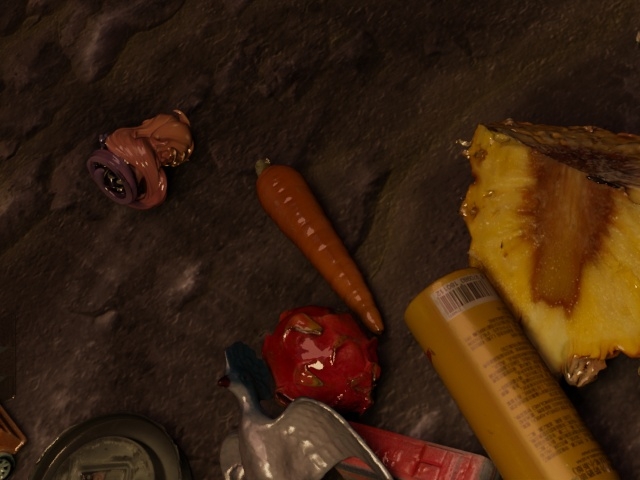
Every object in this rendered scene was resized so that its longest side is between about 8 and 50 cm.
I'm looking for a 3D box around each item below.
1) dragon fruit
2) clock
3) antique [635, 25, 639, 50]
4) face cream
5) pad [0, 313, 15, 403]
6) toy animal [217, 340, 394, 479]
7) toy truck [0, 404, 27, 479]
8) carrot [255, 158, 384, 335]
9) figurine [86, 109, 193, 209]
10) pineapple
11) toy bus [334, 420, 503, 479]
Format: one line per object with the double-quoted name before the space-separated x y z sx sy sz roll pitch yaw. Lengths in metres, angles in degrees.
"dragon fruit" -0.004 0.134 1.571 0.136 0.133 0.166 -40 47 0
"clock" -0.257 0.315 1.630 0.226 0.049 0.226 -12 55 18
"antique" 0.431 -0.209 1.550 0.086 0.183 0.088 19 76 32
"face cream" 0.215 0.193 1.408 0.105 0.105 0.349 -33 64 3
"pad" -0.511 0.190 1.871 0.211 0.003 0.143 -21 51 13
"toy animal" -0.037 0.239 1.482 0.239 0.255 0.176 -26 22 42
"toy truck" -0.553 0.306 1.695 0.338 0.184 0.133 -44 49 -7
"carrot" 0.000 0.000 1.708 0.069 0.069 0.336 -37 53 -1
"figurine" -0.237 -0.117 1.873 0.157 0.114 0.126 -41 84 -10
"pineapple" 0.319 0.030 1.488 0.209 0.286 0.344 -13 29 -36
"toy bus" 0.105 0.248 1.473 0.192 0.077 0.065 9 66 33
